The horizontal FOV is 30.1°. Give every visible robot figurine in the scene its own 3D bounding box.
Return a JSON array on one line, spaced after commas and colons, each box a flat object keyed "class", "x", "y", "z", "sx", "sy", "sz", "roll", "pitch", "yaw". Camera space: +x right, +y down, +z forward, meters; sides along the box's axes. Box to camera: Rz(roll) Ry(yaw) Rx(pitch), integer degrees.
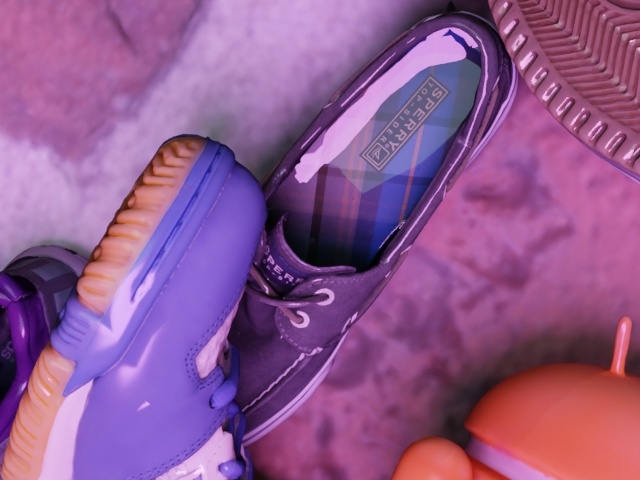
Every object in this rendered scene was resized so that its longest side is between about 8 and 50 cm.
[{"class": "robot figurine", "x": 0.087, "y": 0.141, "z": 0.448, "sx": 0.158, "sy": 0.128, "sz": 0.219, "roll": 29, "pitch": 85, "yaw": 7}]

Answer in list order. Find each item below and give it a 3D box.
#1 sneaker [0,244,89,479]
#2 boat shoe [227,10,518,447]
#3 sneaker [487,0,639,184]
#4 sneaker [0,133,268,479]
[{"class": "sneaker", "x": -0.174, "y": 0.101, "z": 0.513, "sx": 0.083, "sy": 0.098, "sz": 0.224, "roll": 29, "pitch": 96, "yaw": 8}, {"class": "boat shoe", "x": 0.000, "y": 0.000, "z": 0.491, "sx": 0.080, "sy": 0.076, "sz": 0.228, "roll": 43, "pitch": 98, "yaw": 6}, {"class": "sneaker", "x": 0.181, "y": -0.029, "z": 0.456, "sx": 0.099, "sy": 0.153, "sz": 0.282, "roll": -47, "pitch": 56, "yaw": 10}, {"class": "sneaker", "x": -0.057, "y": 0.107, "z": 0.461, "sx": 0.131, "sy": 0.112, "sz": 0.296, "roll": 19, "pitch": 109, "yaw": -1}]
